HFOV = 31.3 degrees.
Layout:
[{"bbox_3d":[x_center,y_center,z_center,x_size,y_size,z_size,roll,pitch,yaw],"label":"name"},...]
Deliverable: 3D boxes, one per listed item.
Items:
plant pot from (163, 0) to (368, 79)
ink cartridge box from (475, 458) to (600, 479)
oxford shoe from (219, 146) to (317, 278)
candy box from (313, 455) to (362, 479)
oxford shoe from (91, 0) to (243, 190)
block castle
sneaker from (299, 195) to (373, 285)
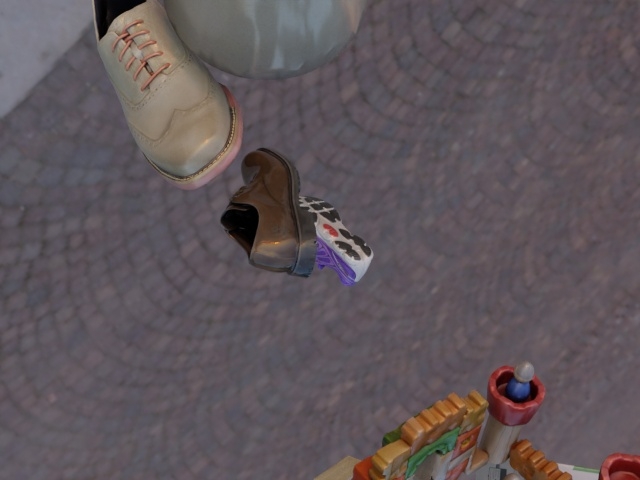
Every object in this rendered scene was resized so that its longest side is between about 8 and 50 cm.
[{"bbox_3d":[-0.060,-0.354,1.287,0.256,0.256,0.274,-38,169,-13],"label":"plant pot"},{"bbox_3d":[0.362,0.404,1.871,0.208,0.153,0.086,156,-57,-73],"label":"ink cartridge box"},{"bbox_3d":[-0.073,-0.045,1.350,0.096,0.227,0.082,5,121,-18],"label":"oxford shoe"},{"bbox_3d":[0.102,0.473,1.917,0.088,0.183,0.316,-32,-176,-15],"label":"candy box"},{"bbox_3d":[-0.218,-0.207,1.454,0.140,0.397,0.146,-39,133,4],"label":"oxford shoe"},{"bbox_3d":[0.217,0.370,1.568,0.453,0.303,0.212,-26,141,-34],"label":"block castle"},{"bbox_3d":[0.000,0.000,1.618,0.068,0.170,0.071,-9,137,-41],"label":"sneaker"}]
